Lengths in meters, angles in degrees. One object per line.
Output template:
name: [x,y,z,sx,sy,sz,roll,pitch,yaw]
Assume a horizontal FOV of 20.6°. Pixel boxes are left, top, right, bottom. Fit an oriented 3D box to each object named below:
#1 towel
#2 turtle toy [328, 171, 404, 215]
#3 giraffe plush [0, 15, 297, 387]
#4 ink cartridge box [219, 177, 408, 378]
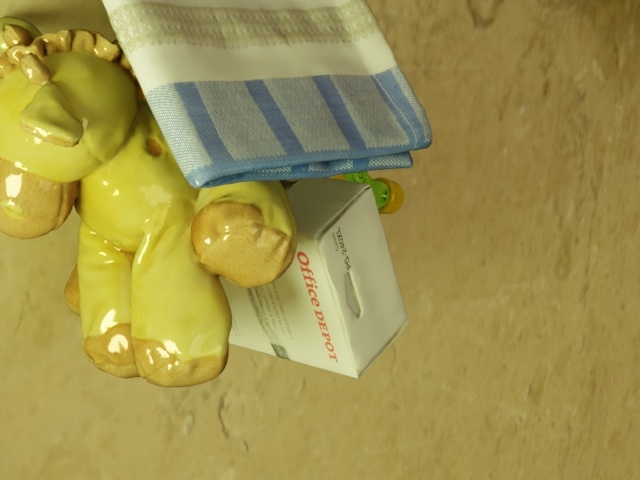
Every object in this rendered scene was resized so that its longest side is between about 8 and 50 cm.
towel: [-0.055,-0.164,1.011,0.209,0.034,0.285,-8,70,-49]
turtle toy: [0.000,0.000,1.214,0.095,0.066,0.130,12,90,-52]
giraffe plush: [-0.120,-0.041,0.993,0.170,0.181,0.210,28,78,-35]
ink cartridge box: [-0.028,0.014,1.115,0.063,0.150,0.109,-43,130,-36]
